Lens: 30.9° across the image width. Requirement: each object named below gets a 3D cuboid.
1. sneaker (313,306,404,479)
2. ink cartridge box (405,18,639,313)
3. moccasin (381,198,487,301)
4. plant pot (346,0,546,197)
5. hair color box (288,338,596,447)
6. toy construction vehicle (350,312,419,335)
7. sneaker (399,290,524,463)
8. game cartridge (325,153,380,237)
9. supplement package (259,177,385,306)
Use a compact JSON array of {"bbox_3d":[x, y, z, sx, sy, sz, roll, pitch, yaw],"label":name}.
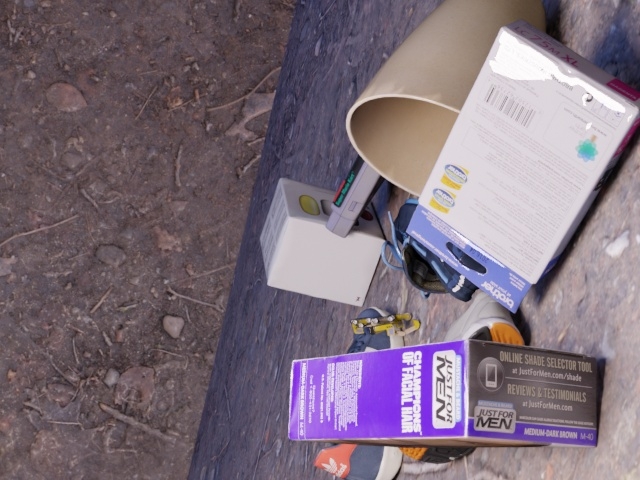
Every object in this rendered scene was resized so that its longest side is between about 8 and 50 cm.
[{"bbox_3d":[0.049,0.236,1.894,0.350,0.148,0.131,-90,19,-48],"label":"sneaker"},{"bbox_3d":[0.238,-0.084,1.387,0.065,0.186,0.311,-28,-31,-51],"label":"ink cartridge box"},{"bbox_3d":[0.156,0.015,1.659,0.116,0.138,0.342,-57,8,-3],"label":"moccasin"},{"bbox_3d":[0.208,-0.223,1.601,0.274,0.257,0.256,-63,7,-23],"label":"plant pot"},{"bbox_3d":[0.129,0.183,1.326,0.339,0.185,0.110,-18,66,56],"label":"hair color box"},{"bbox_3d":[0.105,0.140,1.890,0.086,0.098,0.035,163,101,-79],"label":"toy construction vehicle"},{"bbox_3d":[0.186,0.183,1.537,0.262,0.099,0.121,-59,12,29],"label":"sneaker"},{"bbox_3d":[0.122,-0.184,2.063,0.230,0.068,0.355,-50,-9,-45],"label":"game cartridge"},{"bbox_3d":[0.000,0.000,2.246,0.203,0.194,0.149,-106,32,-64],"label":"supplement package"}]
